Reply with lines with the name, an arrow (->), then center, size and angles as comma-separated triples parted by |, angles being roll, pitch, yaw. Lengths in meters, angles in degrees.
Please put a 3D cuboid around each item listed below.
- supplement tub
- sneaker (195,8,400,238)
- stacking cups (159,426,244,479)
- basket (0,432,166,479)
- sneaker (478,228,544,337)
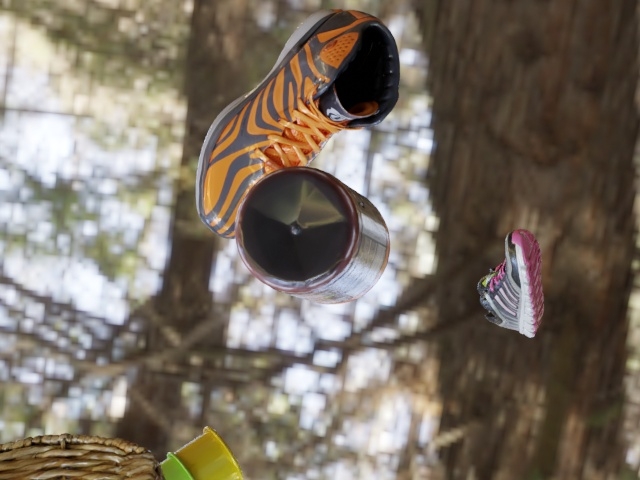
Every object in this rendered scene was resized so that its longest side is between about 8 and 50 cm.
supplement tub -> 0.000, 0.000, 1.477 | 0.106, 0.106, 0.198 | 13, 177, 13
sneaker -> -0.025, -0.137, 2.052 | 0.125, 0.321, 0.180 | 32, 177, -25
stacking cups -> -0.257, 0.369, 2.346 | 0.316, 0.096, 0.096 | -31, -144, -21
basket -> -0.312, 0.367, 2.046 | 0.299, 0.223, 0.213 | -9, -127, 4
sneaker -> 0.220, 0.050, 2.058 | 0.075, 0.170, 0.063 | 9, -128, 17
